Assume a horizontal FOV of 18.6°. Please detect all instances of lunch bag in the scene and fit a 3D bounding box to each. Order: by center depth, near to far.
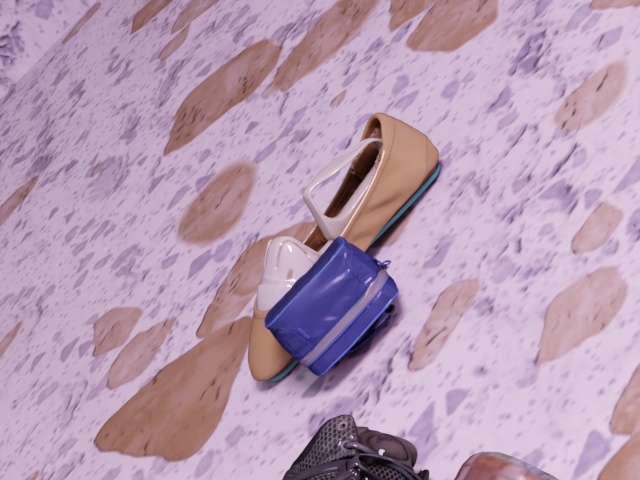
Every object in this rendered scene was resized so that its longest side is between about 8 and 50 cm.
[{"bbox_3d":[0.014,0.047,1.414,0.098,0.065,0.067,-47,6,5],"label":"lunch bag"}]

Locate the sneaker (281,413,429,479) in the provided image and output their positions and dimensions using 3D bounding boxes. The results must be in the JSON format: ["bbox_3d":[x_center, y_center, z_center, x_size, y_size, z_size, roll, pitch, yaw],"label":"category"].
[{"bbox_3d":[0.033,0.162,1.154,0.227,0.087,0.130,-15,45,62],"label":"sneaker"}]

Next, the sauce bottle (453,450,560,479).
[{"bbox_3d":[0.027,0.267,0.960,0.344,0.111,0.111,-55,23,-16],"label":"sauce bottle"}]

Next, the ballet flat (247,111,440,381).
[{"bbox_3d":[0.000,0.000,1.504,0.232,0.073,0.080,-54,22,-14],"label":"ballet flat"}]
